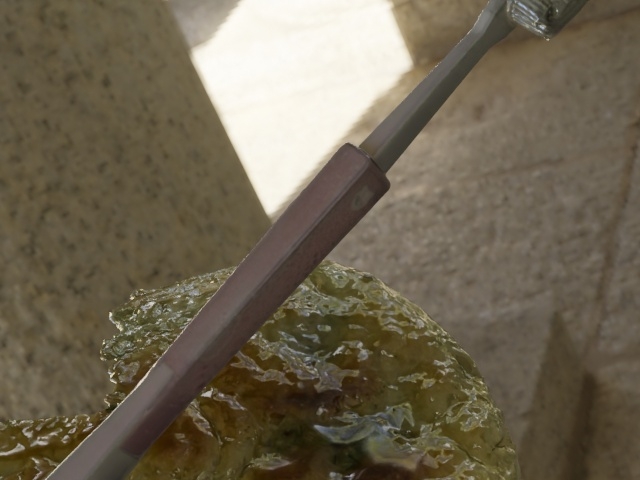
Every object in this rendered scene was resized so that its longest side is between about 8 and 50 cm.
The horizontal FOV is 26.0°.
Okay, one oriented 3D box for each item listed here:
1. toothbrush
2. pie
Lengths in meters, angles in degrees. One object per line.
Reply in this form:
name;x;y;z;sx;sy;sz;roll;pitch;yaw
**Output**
toothbrush;-0.001;-0.001;0.311;0.194;0.014;0.017;-46;55;-1
pie;-0.040;0.124;0.718;0.338;0.075;0.337;1;38;-1
